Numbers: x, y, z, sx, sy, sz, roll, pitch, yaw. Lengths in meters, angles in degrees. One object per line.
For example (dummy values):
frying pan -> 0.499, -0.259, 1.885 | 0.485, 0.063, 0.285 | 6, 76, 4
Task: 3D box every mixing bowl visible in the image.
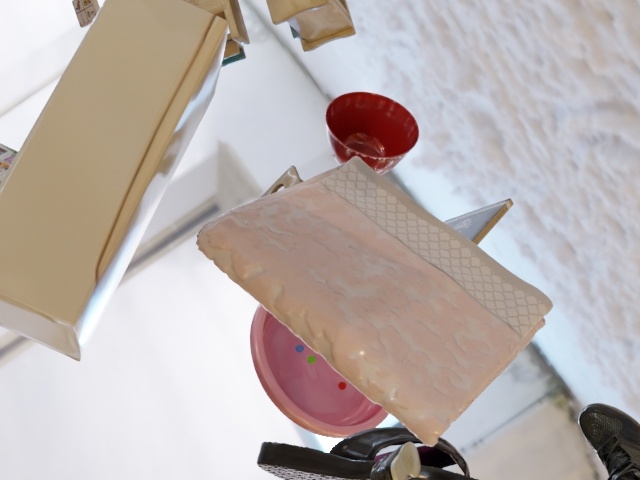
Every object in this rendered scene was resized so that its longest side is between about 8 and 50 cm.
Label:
mixing bowl -> 0.086, -0.186, 2.014 | 0.181, 0.181, 0.098 | 55, 146, 30

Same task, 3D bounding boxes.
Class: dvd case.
dvd case -> 0.233, 0.005, 1.906 | 0.164, 0.221, 0.018 | -21, 107, 46

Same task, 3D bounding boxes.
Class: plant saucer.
plant saucer -> 0.000, 0.231, 2.064 | 0.332, 0.332, 0.084 | 55, 136, 7

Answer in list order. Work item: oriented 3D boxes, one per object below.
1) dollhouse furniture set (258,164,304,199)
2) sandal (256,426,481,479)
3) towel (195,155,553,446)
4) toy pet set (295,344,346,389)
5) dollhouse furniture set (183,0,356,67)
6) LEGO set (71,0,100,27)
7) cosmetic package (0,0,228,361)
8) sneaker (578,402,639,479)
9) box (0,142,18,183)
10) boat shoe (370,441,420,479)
dollhouse furniture set -> 0.000, 0.000, 1.701 | 0.182, 0.101, 0.161 | 35, -161, -32
sandal -> 0.095, 0.343, 1.671 | 0.445, 0.107, 0.167 | 3, 154, 33
towel -> 0.073, 0.045, 1.204 | 0.332, 0.053, 0.317 | 39, -143, 16
toy pet set -> 0.039, 0.197, 1.994 | 0.122, 0.114, 0.065 | 41, -167, 14
dollhouse furniture set -> -0.077, -0.275, 1.198 | 0.129, 0.183, 0.129 | 17, -125, -74
LEGO set -> -0.336, -0.403, 1.756 | 0.244, 0.060, 0.182 | -7, 104, 54
cosmetic package -> -0.199, -0.063, 0.962 | 0.113, 0.309, 0.160 | 24, 161, -3
sneaker -> 0.475, 0.349, 1.671 | 0.130, 0.087, 0.227 | 8, -137, -52
box -> -0.592, -0.078, 1.750 | 0.201, 0.057, 0.293 | 25, -147, 13
boat shoe -> 0.102, 0.303, 1.432 | 0.133, 0.042, 0.049 | -10, -97, -69
